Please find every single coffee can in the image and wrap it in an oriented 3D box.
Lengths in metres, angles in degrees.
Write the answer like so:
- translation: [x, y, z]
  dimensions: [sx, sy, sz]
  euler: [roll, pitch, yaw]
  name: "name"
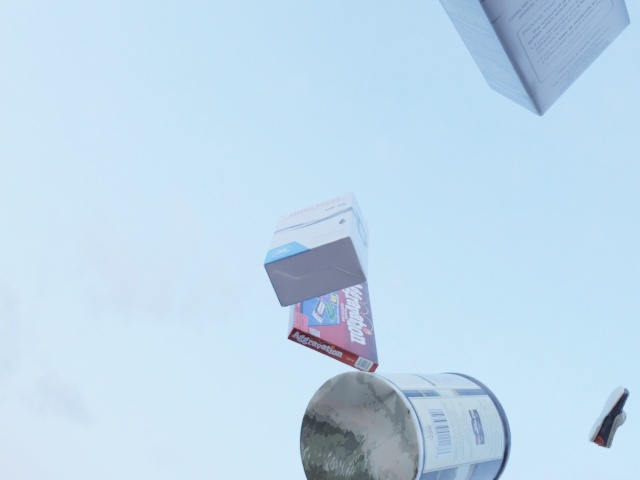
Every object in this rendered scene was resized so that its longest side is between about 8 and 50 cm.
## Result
- translation: [0.132, 0.296, 1.022]
  dimensions: [0.202, 0.275, 0.201]
  euler: [-10, -106, 38]
  name: "coffee can"

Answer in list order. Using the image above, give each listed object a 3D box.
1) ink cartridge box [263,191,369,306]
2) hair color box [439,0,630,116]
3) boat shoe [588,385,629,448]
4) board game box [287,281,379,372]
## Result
- translation: [0.000, 0.000, 0.820]
  dimensions: [0.104, 0.180, 0.060]
  euler: [-19, -69, 11]
  name: "ink cartridge box"
- translation: [0.254, -0.346, 0.872]
  dimensions: [0.113, 0.185, 0.374]
  euler: [46, 5, 41]
  name: "hair color box"
- translation: [0.560, 0.339, 1.309]
  dimensions: [0.043, 0.049, 0.136]
  euler: [23, -67, 13]
  name: "boat shoe"
- translation: [0.020, 0.110, 1.141]
  dimensions: [0.145, 0.281, 0.027]
  euler: [26, -69, -11]
  name: "board game box"
